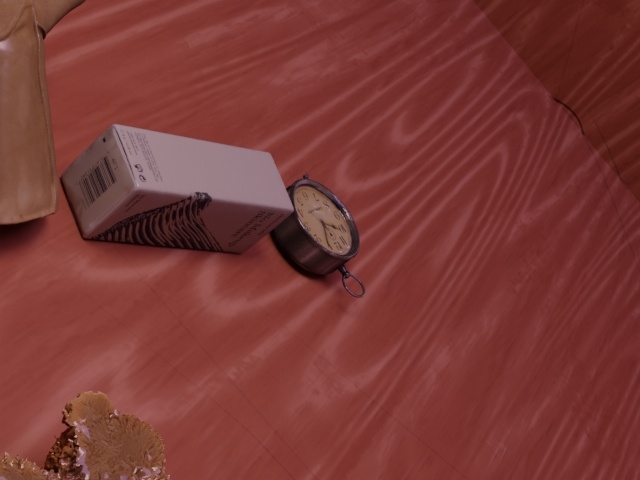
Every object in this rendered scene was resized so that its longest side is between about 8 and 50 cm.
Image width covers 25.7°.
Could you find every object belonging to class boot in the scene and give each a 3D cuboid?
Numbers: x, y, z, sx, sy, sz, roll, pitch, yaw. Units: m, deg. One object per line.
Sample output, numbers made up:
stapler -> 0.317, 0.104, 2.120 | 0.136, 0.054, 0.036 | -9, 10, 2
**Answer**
boot -> -0.317, -0.165, 1.533 | 0.236, 0.089, 0.269 | -23, 111, -65

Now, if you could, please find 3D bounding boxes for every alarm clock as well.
alarm clock -> 0.000, 0.000, 1.903 | 0.192, 0.064, 0.129 | 54, 30, 10

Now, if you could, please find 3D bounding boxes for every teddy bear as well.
teddy bear -> -0.245, 0.294, 1.233 | 0.245, 0.113, 0.338 | 26, 46, -25

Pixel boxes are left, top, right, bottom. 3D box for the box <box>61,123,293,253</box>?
box -> -0.168, -0.057, 1.694 | 0.275, 0.113, 0.094 | 6, 53, -49
